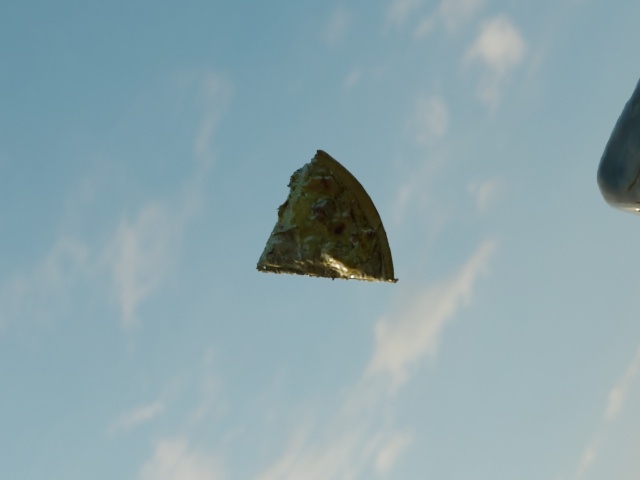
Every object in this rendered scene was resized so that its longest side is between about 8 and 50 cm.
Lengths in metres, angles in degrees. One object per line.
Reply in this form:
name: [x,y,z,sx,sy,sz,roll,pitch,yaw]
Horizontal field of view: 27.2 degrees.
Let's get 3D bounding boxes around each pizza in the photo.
pizza: [0.000,0.000,1.030,0.108,0.123,0.026,-33,5,-16]

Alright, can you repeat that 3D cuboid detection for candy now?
candy: [0.355,-0.124,1.257,0.104,0.102,0.234,7,-57,-18]
